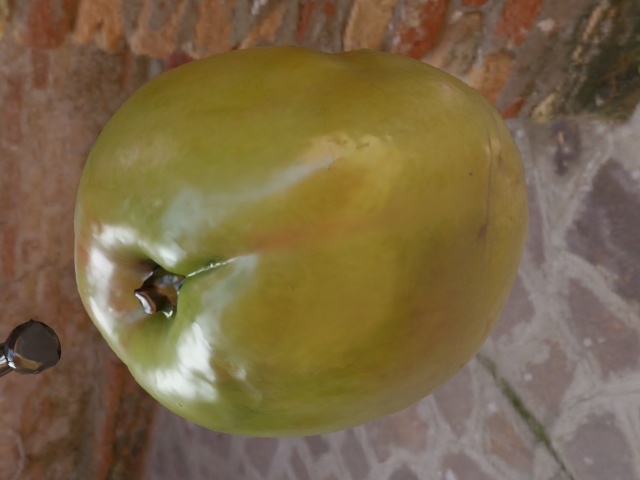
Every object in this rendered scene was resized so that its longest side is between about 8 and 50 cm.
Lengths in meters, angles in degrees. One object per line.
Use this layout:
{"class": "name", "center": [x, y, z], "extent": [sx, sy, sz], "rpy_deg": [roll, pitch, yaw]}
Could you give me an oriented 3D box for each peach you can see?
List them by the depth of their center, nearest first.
{"class": "peach", "center": [-0.008, 0.001, 0.775], "extent": [0.314, 0.315, 0.282], "rpy_deg": [-1, 98, 41]}

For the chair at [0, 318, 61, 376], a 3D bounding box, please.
{"class": "chair", "center": [-0.463, 0.092, 0.597], "extent": [0.362, 0.364, 0.410], "rpy_deg": [51, 137, -4]}
